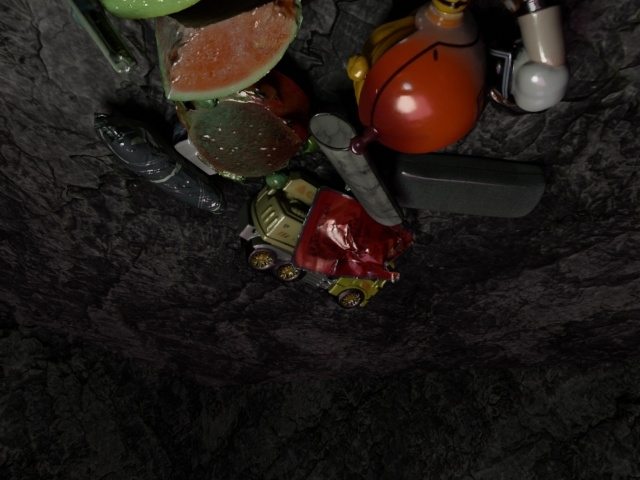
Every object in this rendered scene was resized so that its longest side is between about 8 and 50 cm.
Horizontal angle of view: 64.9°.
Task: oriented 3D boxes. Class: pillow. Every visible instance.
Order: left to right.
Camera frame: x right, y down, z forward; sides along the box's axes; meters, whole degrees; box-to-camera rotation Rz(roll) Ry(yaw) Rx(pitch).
[{"bbox_3d":[-0.325,-0.155,1.064,0.092,0.161,0.335,-47,141,2],"label":"pillow"}]

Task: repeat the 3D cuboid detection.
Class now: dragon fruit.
[{"bbox_3d":[-0.131,-0.217,0.925,0.268,0.130,0.295,-6,148,14],"label":"dragon fruit"}]

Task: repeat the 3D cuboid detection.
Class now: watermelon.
[{"bbox_3d":[-0.146,-0.318,0.749,0.230,0.146,0.128,-22,152,-5],"label":"watermelon"}]

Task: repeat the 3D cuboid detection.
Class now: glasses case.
[{"bbox_3d":[0.079,-0.124,0.959,0.114,0.060,0.299,43,179,33],"label":"glasses case"},{"bbox_3d":[0.307,-0.118,1.082,0.322,0.074,0.131,6,152,1],"label":"glasses case"}]

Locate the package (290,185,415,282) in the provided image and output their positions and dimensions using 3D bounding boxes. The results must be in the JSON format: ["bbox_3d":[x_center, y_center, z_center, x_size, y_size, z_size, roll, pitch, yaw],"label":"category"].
[{"bbox_3d":[0.084,0.006,1.135,0.269,0.194,0.071,19,178,-25],"label":"package"}]

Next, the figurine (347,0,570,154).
[{"bbox_3d":[0.189,-0.243,0.759,0.322,0.196,0.320,-13,153,13],"label":"figurine"}]

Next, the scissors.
[{"bbox_3d":[-0.323,-0.319,0.691,0.041,0.289,0.138,-32,156,-18],"label":"scissors"}]

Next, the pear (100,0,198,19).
[{"bbox_3d":[-0.183,-0.410,0.566,0.292,0.160,0.292,1,163,0],"label":"pear"}]

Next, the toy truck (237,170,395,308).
[{"bbox_3d":[0.000,0.000,1.244,0.405,0.181,0.254,27,122,-30],"label":"toy truck"}]

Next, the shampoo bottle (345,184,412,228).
[{"bbox_3d":[0.135,-0.095,1.167,0.065,0.065,0.204,-17,143,36],"label":"shampoo bottle"}]

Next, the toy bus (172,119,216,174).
[{"bbox_3d":[-0.250,-0.195,1.053,0.060,0.075,0.123,-15,145,33],"label":"toy bus"}]
